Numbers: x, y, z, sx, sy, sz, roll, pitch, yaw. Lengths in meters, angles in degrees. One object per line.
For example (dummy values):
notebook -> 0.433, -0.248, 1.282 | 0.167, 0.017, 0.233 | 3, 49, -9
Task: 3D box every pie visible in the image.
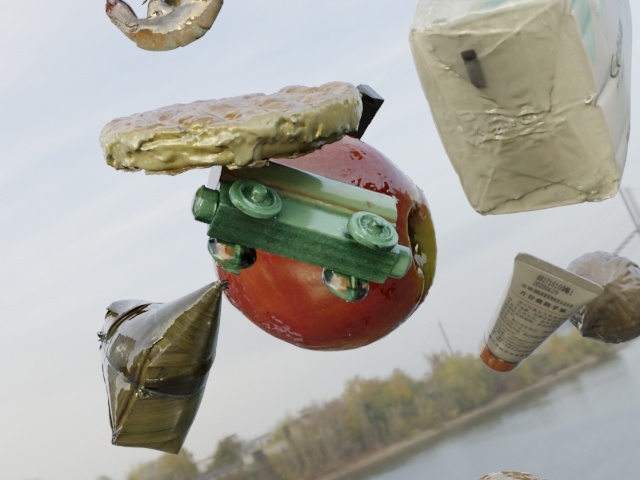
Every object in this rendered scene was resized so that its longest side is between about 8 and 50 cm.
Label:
pie -> -0.115, -0.141, 1.209 | 0.339, 0.083, 0.339 | -8, 15, 2

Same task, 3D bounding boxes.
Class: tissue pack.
tissue pack -> 0.240, -0.241, 1.065 | 0.193, 0.266, 0.357 | -7, 41, 26

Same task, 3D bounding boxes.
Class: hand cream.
hand cream -> 0.332, 0.118, 1.543 | 0.314, 0.139, 0.089 | 111, -175, -62

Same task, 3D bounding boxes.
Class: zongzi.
zongzi -> -0.182, 0.089, 1.088 | 0.112, 0.221, 0.242 | 9, -63, -28

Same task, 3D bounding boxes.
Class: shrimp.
shrimp -> -0.227, -0.336, 1.200 | 0.143, 0.251, 0.052 | -50, -24, 5

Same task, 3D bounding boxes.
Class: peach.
peach -> -0.001, 0.001, 1.515 | 0.372, 0.373, 0.290 | -29, 14, 35

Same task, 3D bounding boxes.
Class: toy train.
toy train -> -0.024, -0.031, 1.199 | 0.285, 0.177, 0.116 | 15, -55, -15

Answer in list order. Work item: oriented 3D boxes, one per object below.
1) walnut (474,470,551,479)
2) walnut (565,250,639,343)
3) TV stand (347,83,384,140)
walnut -> 0.214, 0.413, 1.024 | 0.313, 0.277, 0.252 | -50, -15, -26
walnut -> 0.518, 0.100, 1.721 | 0.178, 0.178, 0.230 | -24, -19, 12
TV stand -> 0.025, -0.157, 1.681 | 0.040, 0.049, 0.256 | -2, -48, -53
